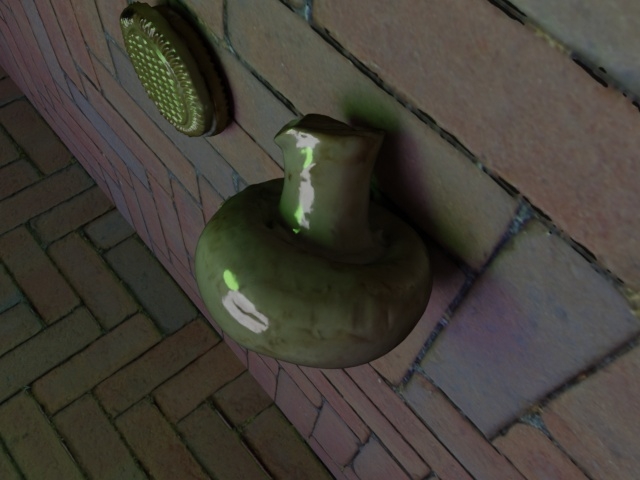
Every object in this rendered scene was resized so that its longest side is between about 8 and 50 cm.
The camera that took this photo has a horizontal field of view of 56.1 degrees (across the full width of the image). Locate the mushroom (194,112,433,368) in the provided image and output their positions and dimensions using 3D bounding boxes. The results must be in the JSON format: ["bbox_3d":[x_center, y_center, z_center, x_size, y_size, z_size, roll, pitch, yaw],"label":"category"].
[{"bbox_3d":[0.000,0.000,0.729,0.298,0.298,0.289,38,128,36],"label":"mushroom"}]

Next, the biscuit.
[{"bbox_3d":[-0.253,-0.289,1.038,0.259,0.079,0.259,44,156,26],"label":"biscuit"}]
